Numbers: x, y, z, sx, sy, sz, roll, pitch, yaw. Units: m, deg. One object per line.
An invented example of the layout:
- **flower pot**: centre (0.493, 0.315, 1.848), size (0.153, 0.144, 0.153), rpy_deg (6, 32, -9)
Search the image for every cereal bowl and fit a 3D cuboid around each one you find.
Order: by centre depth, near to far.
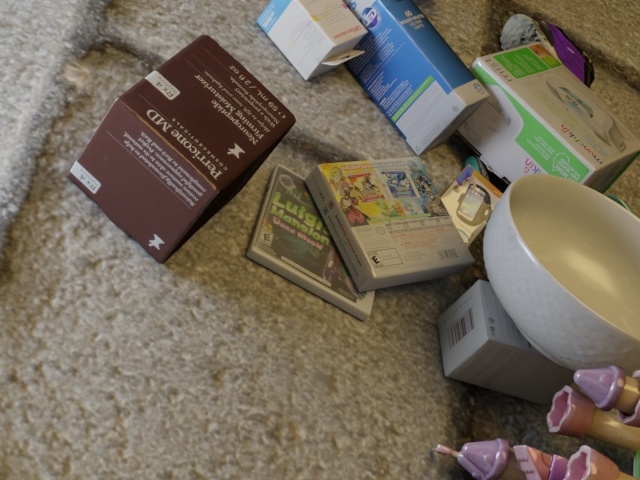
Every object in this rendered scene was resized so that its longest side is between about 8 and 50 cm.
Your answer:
- **cereal bowl**: centre (0.354, 0.071, 1.661), size (0.339, 0.141, 0.339), rpy_deg (24, 33, -17)

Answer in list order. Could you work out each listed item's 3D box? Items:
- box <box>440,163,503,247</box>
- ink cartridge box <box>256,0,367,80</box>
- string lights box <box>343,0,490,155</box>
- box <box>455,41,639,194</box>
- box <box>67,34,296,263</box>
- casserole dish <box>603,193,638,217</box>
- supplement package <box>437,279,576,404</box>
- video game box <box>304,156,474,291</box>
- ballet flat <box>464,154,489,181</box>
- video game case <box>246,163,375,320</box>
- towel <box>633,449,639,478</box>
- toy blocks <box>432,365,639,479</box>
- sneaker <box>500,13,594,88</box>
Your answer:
- **box**: centre (0.214, -0.044, 1.873), size (0.081, 0.028, 0.136), rpy_deg (41, 59, 0)
- **ink cartridge box**: centre (-0.008, -0.321, 1.900), size (0.143, 0.090, 0.092), rpy_deg (52, 44, 7)
- **string lights box**: centre (0.128, -0.277, 1.936), size (0.076, 0.133, 0.260), rpy_deg (-28, 77, -45)
- **box**: centre (0.357, -0.179, 2.003), size (0.262, 0.127, 0.231), rpy_deg (47, 34, 16)
- **box**: centre (-0.172, -0.117, 1.561), size (0.168, 0.167, 0.203), rpy_deg (43, 43, -1)
- **casserole dish**: centre (0.467, -0.018, 2.055), size (0.188, 0.037, 0.114), rpy_deg (-10, 64, -44)
- **supplement package**: centre (0.269, 0.144, 1.733), size (0.179, 0.105, 0.105), rpy_deg (19, 45, -25)
- **video game box**: centre (0.098, -0.027, 1.752), size (0.205, 0.048, 0.187), rpy_deg (-7, 65, -41)
- **ballet flat**: centre (0.255, -0.083, 1.952), size (0.041, 0.041, 0.114), rpy_deg (15, 51, -28)
- **video game case**: centre (0.000, 0.000, 1.706), size (0.190, 0.022, 0.173), rpy_deg (29, 44, -15)
- **towel**: centre (0.525, 0.377, 1.719), size (0.325, 0.038, 0.248), rpy_deg (45, 38, -29)
- **toy blocks**: centre (0.287, 0.306, 1.492), size (0.260, 0.288, 0.309), rpy_deg (21, 75, -8)
- **sneaker**: centre (0.440, -0.278, 2.194), size (0.146, 0.102, 0.293), rpy_deg (2, 57, -36)
